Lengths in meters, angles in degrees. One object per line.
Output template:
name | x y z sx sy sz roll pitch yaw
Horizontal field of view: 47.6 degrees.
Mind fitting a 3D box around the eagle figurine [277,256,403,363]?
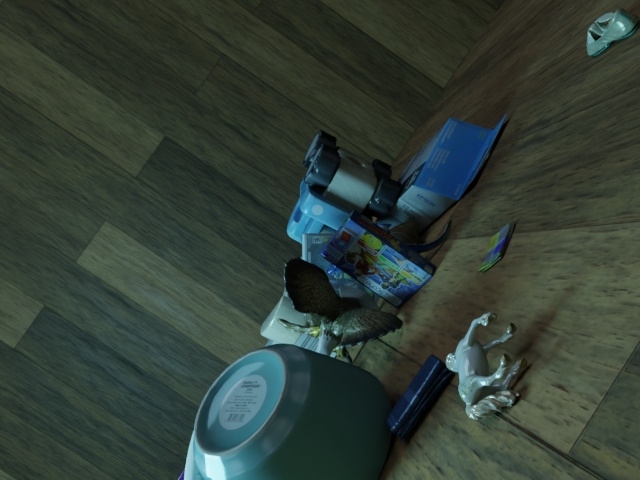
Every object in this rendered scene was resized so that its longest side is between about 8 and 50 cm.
eagle figurine | 0.035 0.157 1.478 0.298 0.227 0.225 99 161 -60

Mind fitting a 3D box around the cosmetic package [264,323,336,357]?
cosmetic package | -0.053 0.282 1.890 0.151 0.151 0.183 -56 3 2

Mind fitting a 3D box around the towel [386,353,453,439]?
towel | 0.135 0.214 0.997 0.119 0.029 0.067 -56 4 0

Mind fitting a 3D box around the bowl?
bowl | -0.066 0.276 1.064 0.312 0.163 0.311 -30 33 22

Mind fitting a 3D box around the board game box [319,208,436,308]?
board game box | 0.114 0.041 1.470 0.136 0.201 0.035 -51 5 45

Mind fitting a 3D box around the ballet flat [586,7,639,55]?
ballet flat | 0.505 -0.374 1.283 0.057 0.052 0.168 -56 3 -4

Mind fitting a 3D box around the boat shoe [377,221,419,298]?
boat shoe | 0.140 0.065 1.793 0.307 0.111 0.104 -40 9 39

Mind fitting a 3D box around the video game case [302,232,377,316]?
video game case | 0.045 0.078 1.669 0.022 0.173 0.190 161 108 -76

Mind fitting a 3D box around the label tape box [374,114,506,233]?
label tape box | 0.288 -0.166 1.785 0.249 0.115 0.347 -59 3 -31

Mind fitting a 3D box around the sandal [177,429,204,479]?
sandal | -0.202 0.452 1.152 0.169 0.102 0.416 49 -140 -59

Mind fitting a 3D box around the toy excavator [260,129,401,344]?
toy excavator | 0.000 0.000 1.809 0.445 0.222 0.433 -62 11 18

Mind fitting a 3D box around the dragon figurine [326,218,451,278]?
dragon figurine | 0.139 0.024 1.559 0.289 0.144 0.085 -35 31 39

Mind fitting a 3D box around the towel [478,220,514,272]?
towel | 0.277 0.011 1.140 0.083 0.009 0.060 -58 5 -38

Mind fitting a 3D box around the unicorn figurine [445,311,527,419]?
unicorn figurine | 0.181 0.139 0.829 0.111 0.060 0.162 -52 4 33
